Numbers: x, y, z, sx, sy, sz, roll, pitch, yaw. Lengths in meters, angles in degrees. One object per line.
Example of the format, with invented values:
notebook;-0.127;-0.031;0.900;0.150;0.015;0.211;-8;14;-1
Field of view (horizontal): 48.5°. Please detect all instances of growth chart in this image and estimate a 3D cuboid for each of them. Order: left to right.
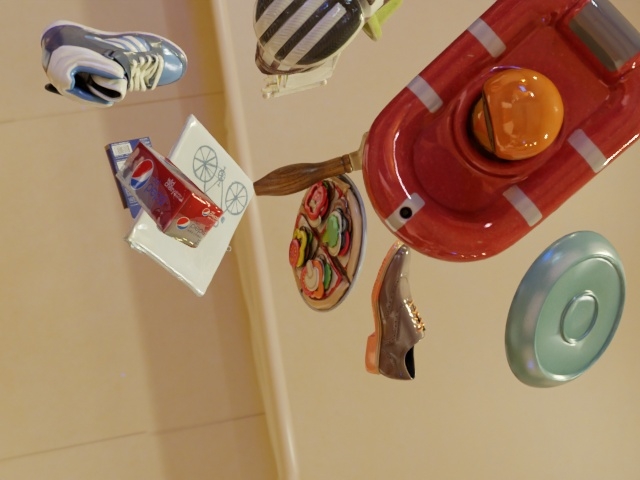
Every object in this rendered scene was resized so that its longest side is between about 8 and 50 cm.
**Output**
growth chart;-0.035;-0.365;1.494;0.237;0.171;0.021;132;-57;-68

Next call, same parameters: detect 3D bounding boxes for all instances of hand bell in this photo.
hand bell;0.027;-0.102;0.953;0.126;0.241;0.126;-15;90;-88

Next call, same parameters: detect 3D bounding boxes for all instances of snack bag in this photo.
snack bag;-0.296;-0.069;1.680;0.323;0.037;0.343;50;57;-53

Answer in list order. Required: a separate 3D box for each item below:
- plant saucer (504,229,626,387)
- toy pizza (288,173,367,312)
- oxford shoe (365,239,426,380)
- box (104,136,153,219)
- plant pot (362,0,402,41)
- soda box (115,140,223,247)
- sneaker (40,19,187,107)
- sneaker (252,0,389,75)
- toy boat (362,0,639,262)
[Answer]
plant saucer;0.473;0.139;1.330;0.043;0.317;0.318;29;-48;53
toy pizza;0.000;0.000;0.996;0.201;0.032;0.201;-19;-112;58
oxford shoe;0.198;0.171;1.712;0.130;0.132;0.364;-37;136;-54
box;-0.522;-0.177;2.042;0.036;0.136;0.225;-16;-88;48
plant pot;0.087;-0.429;0.850;0.276;0.254;0.276;52;9;-12
soda box;-0.290;-0.091;1.345;0.083;0.092;0.263;33;5;-44
sneaker;-0.398;-0.331;1.448;0.130;0.322;0.236;-60;-137;30
sneaker;0.035;-0.252;0.651;0.106;0.281;0.162;50;-13;-9
toy boat;0.134;-0.085;0.511;0.151;0.231;0.151;48;10;4
